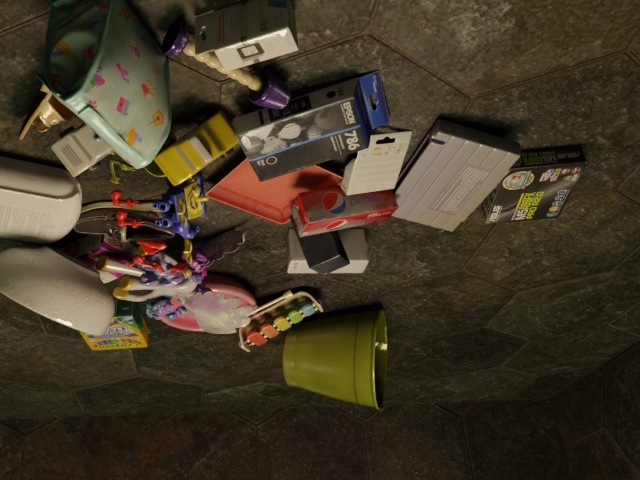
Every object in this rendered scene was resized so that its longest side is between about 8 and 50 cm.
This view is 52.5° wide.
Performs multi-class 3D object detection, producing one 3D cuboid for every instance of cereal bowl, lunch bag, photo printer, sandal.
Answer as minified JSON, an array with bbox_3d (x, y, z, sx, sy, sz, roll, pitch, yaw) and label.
[{"bbox_3d":[-0.685,0.109,1.697,0.339,0.141,0.339,28,173,4],"label":"cereal bowl"},{"bbox_3d":[-0.379,-0.282,1.165,0.160,0.262,0.223,-14,150,13],"label":"lunch bag"},{"bbox_3d":[-0.743,-0.096,1.571,0.308,0.107,0.256,11,147,-27],"label":"photo printer"},{"bbox_3d":[-0.544,-0.271,1.327,0.079,0.088,0.240,21,136,-29],"label":"sandal"}]

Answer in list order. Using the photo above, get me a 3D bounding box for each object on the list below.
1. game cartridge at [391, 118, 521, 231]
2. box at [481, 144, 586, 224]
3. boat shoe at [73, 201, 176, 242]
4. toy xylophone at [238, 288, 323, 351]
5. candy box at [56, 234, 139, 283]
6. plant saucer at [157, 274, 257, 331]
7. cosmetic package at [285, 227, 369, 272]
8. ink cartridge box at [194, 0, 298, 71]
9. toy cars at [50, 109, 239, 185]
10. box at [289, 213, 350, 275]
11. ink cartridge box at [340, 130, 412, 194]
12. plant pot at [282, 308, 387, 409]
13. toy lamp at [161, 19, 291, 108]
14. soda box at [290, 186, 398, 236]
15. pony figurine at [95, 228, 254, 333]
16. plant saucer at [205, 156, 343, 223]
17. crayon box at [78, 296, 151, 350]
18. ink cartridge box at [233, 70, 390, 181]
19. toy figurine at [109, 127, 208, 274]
[{"bbox_3d":[0.327,-0.157,1.672,0.230,0.068,0.355,10,146,-15],"label":"game cartridge"},{"bbox_3d":[0.571,-0.145,1.765,0.216,0.060,0.270,-6,150,-1],"label":"box"},{"bbox_3d":[-0.518,-0.042,1.716,0.285,0.092,0.103,-3,150,-5],"label":"boat shoe"},{"bbox_3d":[-0.150,0.266,2.216,0.323,0.081,0.236,-31,162,5],"label":"toy xylophone"},{"bbox_3d":[-0.657,0.059,1.887,0.233,0.071,0.159,-21,146,23],"label":"candy box"},{"bbox_3d":[-0.379,0.206,2.176,0.332,0.084,0.332,-5,150,-3],"label":"plant saucer"},{"bbox_3d":[0.018,0.031,1.915,0.231,0.117,0.085,2,150,-10],"label":"cosmetic package"},{"bbox_3d":[-0.137,-0.381,1.194,0.180,0.104,0.060,-13,150,13],"label":"ink cartridge box"},{"bbox_3d":[-0.362,-0.207,1.376,0.394,0.176,0.087,4,-172,-17],"label":"toy cars"},{"bbox_3d":[0.000,0.000,1.768,0.093,0.158,0.156,-23,166,8],"label":"box"},{"bbox_3d":[0.134,-0.198,1.599,0.145,0.045,0.179,-10,135,-24],"label":"ink cartridge box"},{"bbox_3d":[0.054,0.432,2.428,0.353,0.366,0.366,0,151,13],"label":"plant pot"},{"bbox_3d":[-0.177,-0.339,1.289,0.275,0.080,0.080,24,139,-36],"label":"toy lamp"},{"bbox_3d":[0.062,-0.085,1.674,0.263,0.092,0.083,-11,159,-24],"label":"soda box"},{"bbox_3d":[-0.385,0.112,1.820,0.351,0.302,0.363,-16,154,35],"label":"pony figurine"},{"bbox_3d":[-0.116,-0.151,1.647,0.258,0.047,0.259,20,142,-37],"label":"plant saucer"},{"bbox_3d":[-0.728,0.305,2.286,0.203,0.083,0.323,-3,150,-4],"label":"crayon box"},{"bbox_3d":[-0.009,-0.247,1.433,0.333,0.065,0.165,-19,142,5],"label":"ink cartridge box"},{"bbox_3d":[-0.367,-0.122,1.582,0.191,0.217,0.362,0,108,18],"label":"toy figurine"}]
